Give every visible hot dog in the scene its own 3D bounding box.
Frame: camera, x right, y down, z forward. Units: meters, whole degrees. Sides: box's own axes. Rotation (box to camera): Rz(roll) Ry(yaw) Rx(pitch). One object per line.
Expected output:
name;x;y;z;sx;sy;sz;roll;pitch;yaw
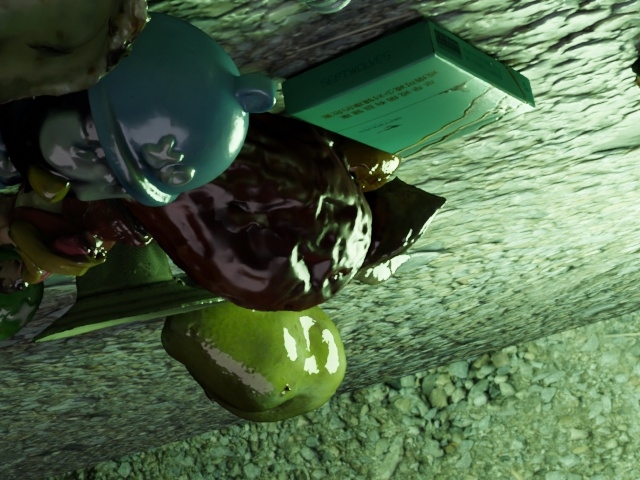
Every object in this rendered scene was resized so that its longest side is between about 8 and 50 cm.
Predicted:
hot dog;0.029;-0.088;1.386;0.140;0.060;0.090;-7;162;-44

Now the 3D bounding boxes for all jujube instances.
jujube;-0.072;-0.039;1.235;0.197;0.197;0.290;-21;147;32

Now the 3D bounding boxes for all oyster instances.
oyster;-0.227;-0.170;0.859;0.294;0.094;0.166;-5;148;12

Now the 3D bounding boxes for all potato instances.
potato;-0.105;0.156;1.938;0.218;0.202;0.351;-8;157;36

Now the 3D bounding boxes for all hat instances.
hat;-0.239;0.047;1.566;0.252;0.110;0.252;-11;177;-1

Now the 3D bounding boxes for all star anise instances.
star anise;0.018;-0.003;1.596;0.315;0.108;0.315;-13;163;-4

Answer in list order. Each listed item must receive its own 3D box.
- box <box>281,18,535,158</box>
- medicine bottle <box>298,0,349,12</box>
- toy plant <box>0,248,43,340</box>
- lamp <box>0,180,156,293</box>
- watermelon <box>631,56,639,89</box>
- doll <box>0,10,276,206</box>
box;0.090;-0.141;1.253;0.162;0.041;0.229;-20;163;29
medicine bottle;-0.037;-0.207;0.895;0.051;0.051;0.191;-18;165;24
toy plant;-0.453;0.103;1.549;0.235;0.175;0.218;-35;-175;-28
lamp;-0.275;-0.016;1.323;0.253;0.118;0.118;-17;165;31
watermelon;0.466;-0.158;1.425;0.128;0.159;0.303;-56;153;10
doll;-0.186;-0.094;1.028;0.314;0.141;0.177;-10;148;14
